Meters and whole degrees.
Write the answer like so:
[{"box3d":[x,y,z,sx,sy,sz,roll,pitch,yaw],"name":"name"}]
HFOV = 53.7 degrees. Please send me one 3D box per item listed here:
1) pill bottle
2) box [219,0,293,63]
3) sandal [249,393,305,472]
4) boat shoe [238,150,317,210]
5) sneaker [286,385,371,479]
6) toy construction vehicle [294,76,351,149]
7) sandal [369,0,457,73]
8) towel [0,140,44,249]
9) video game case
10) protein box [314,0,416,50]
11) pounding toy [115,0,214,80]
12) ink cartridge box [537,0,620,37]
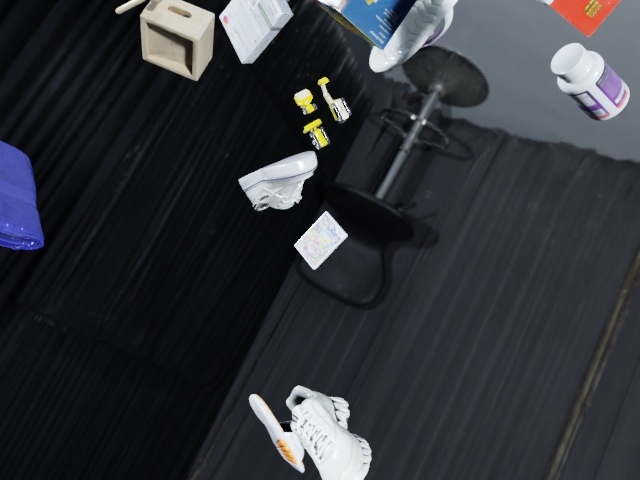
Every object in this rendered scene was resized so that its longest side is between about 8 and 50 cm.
[{"box3d":[0.620,-0.369,1.463,0.194,0.108,0.108,28,169,-34],"name":"pill bottle"},{"box3d":[-0.159,-0.542,1.524,0.186,0.038,0.145,-36,76,42],"name":"box"},{"box3d":[-0.090,0.491,1.644,0.102,0.076,0.265,9,130,58],"name":"sandal"},{"box3d":[-0.075,-0.101,1.177,0.268,0.096,0.088,-9,105,59],"name":"boat shoe"},{"box3d":[0.004,0.358,1.145,0.118,0.110,0.292,36,-178,-17],"name":"sneaker"},{"box3d":[0.001,-0.213,1.061,0.098,0.086,0.035,59,163,-13],"name":"toy construction vehicle"},{"box3d":[0.316,-0.635,1.838,0.102,0.416,0.169,30,-158,-38],"name":"sandal"},{"box3d":[-0.777,-0.122,1.485,0.228,0.076,0.308,33,-153,-52],"name":"towel"},{"box3d":[0.000,0.000,1.574,0.087,0.122,0.011,50,-164,26],"name":"video game case"},{"box3d":[0.121,-0.622,1.563,0.200,0.201,0.136,20,-161,-51],"name":"protein box"},{"box3d":[-0.314,-0.459,1.294,0.181,0.094,0.206,22,150,-1],"name":"pounding toy"},{"box3d":[0.513,-0.562,1.186,0.239,0.275,0.060,35,-158,-5],"name":"ink cartridge box"}]
